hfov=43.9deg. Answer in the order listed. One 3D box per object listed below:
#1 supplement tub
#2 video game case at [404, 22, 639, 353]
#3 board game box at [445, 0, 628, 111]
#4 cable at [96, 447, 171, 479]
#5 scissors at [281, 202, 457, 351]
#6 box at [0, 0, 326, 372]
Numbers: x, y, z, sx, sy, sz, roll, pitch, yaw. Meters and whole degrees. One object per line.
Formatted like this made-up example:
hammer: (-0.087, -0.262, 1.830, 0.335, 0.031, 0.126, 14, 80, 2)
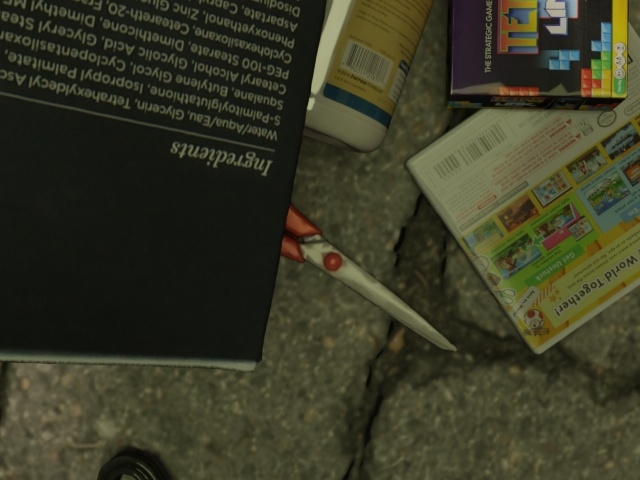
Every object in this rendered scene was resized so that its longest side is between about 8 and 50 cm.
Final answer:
supplement tub: (0.012, -0.182, 0.619, 0.144, 0.144, 0.200, 20, 93, -2)
video game case: (0.222, -0.048, 0.693, 0.227, 0.026, 0.206, -35, 94, 1)
board game box: (0.176, -0.195, 0.653, 0.141, 0.048, 0.171, 1, 86, 3)
cable: (-0.121, 0.325, 0.712, 0.139, 0.072, 0.287, -37, 81, 18)
scissors: (0.000, 0.000, 0.693, 0.297, 0.021, 0.109, 21, 91, -1)
box: (-0.156, -0.149, 0.516, 0.211, 0.293, 0.396, 8, 94, -32)
